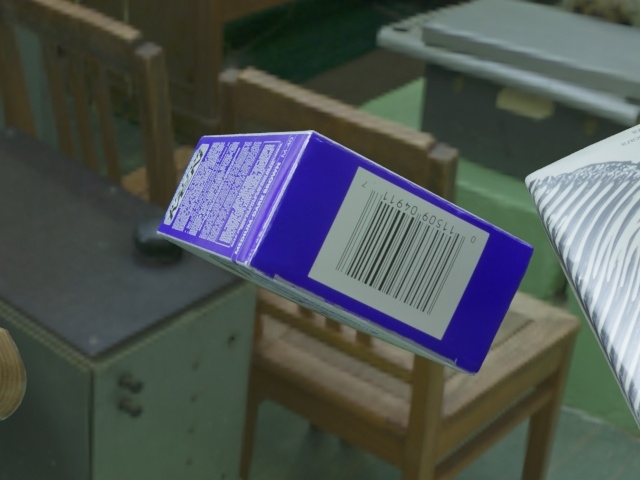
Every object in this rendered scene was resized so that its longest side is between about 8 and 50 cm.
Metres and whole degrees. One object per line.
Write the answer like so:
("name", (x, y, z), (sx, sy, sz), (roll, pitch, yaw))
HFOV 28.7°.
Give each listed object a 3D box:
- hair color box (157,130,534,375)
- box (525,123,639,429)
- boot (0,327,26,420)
("hair color box", (0.000, 0.000, 0.980), (0.185, 0.110, 0.339), (27, -3, -17))
("box", (0.206, 0.043, 0.687), (0.113, 0.094, 0.275), (-25, 31, 8))
("boot", (-0.314, -0.006, 0.767), (0.295, 0.104, 0.211), (48, 9, 29))
